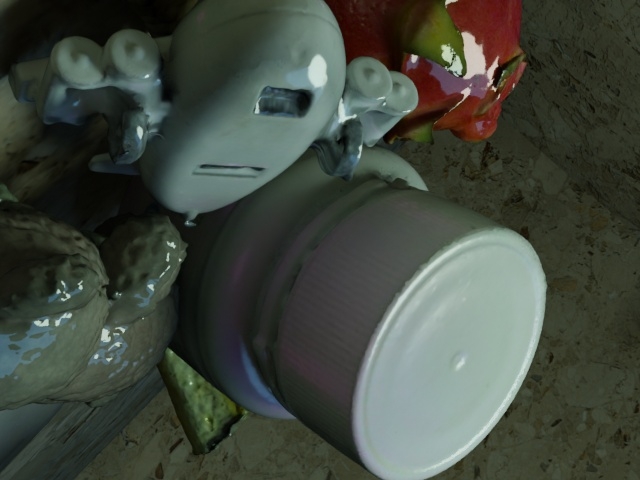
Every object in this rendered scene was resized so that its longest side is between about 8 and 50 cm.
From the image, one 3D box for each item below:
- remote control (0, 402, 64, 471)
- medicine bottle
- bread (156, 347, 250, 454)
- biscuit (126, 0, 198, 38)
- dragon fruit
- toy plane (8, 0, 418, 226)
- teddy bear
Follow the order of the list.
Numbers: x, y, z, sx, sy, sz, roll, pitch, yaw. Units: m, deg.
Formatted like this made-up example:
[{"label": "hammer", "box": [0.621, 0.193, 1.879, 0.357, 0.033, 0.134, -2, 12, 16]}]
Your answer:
[{"label": "remote control", "box": [-0.348, 0.189, 0.817, 0.332, 0.103, 0.221, -48, 170, -3]}, {"label": "medicine bottle", "box": [-0.001, 0.034, 0.753, 0.256, 0.325, 0.256, -19, 122, -34]}, {"label": "bread", "box": [-0.084, 0.029, 1.057, 0.395, 0.264, 0.239, -43, -177, -8]}, {"label": "biscuit", "box": [-0.047, -0.222, 0.482, 0.217, 0.044, 0.325, -46, 177, -1]}, {"label": "dragon fruit", "box": [0.068, -0.183, 0.742, 0.224, 0.227, 0.224, -58, 173, -11]}, {"label": "toy plane", "box": [-0.064, -0.086, 0.556, 0.252, 0.118, 0.252, -5, 167, -1]}, {"label": "teddy bear", "box": [-0.202, 0.044, 0.591, 0.236, 0.151, 0.267, -19, 165, 12]}]
